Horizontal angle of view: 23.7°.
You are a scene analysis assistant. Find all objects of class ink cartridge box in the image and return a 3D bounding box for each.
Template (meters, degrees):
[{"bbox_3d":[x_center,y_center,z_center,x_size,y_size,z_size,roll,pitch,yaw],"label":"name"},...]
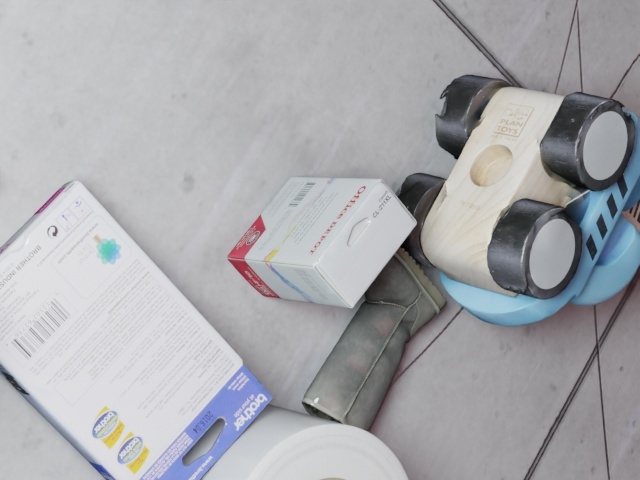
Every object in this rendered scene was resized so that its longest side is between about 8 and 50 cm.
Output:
[{"bbox_3d":[-0.212,0.115,1.552,0.311,0.065,0.186,48,68,-15],"label":"ink cartridge box"},{"bbox_3d":[0.000,0.000,1.647,0.127,0.175,0.072,-51,118,-20],"label":"ink cartridge box"}]

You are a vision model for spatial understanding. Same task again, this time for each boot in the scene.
[{"bbox_3d":[0.039,0.104,1.754,0.189,0.076,0.208,45,76,-25],"label":"boot"}]

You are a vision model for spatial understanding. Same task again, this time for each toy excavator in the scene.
[{"bbox_3d":[0.341,-0.050,1.886,0.445,0.222,0.433,42,72,-43],"label":"toy excavator"}]

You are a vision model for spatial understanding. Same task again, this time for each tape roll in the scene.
[{"bbox_3d":[-0.041,0.306,1.644,0.246,0.169,0.246,-3,95,-35],"label":"tape roll"}]
